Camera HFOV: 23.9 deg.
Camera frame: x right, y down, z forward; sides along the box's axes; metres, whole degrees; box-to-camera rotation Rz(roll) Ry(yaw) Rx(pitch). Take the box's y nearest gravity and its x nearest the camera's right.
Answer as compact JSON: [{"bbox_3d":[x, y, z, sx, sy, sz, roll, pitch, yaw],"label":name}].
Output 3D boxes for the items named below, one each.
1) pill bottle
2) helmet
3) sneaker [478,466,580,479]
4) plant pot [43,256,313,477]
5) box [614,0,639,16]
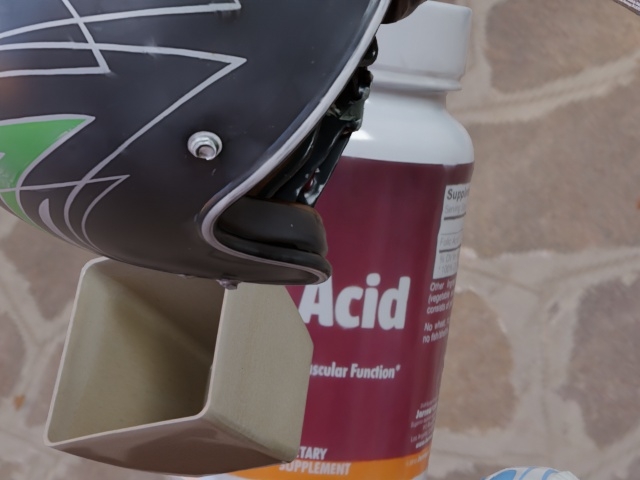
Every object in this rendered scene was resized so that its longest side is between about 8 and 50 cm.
[{"bbox_3d":[0.000,0.000,1.188,0.224,0.224,0.392,14,101,38],"label":"pill bottle"},{"bbox_3d":[-0.046,-0.071,0.446,0.169,0.161,0.169,-7,67,17],"label":"helmet"},{"bbox_3d":[0.118,0.259,0.947,0.086,0.085,0.237,-11,59,46],"label":"sneaker"},{"bbox_3d":[-0.063,0.069,0.789,0.109,0.096,0.109,-14,54,33],"label":"plant pot"},{"bbox_3d":[0.402,-0.271,1.479,0.142,0.247,0.163,-70,23,16],"label":"box"}]
